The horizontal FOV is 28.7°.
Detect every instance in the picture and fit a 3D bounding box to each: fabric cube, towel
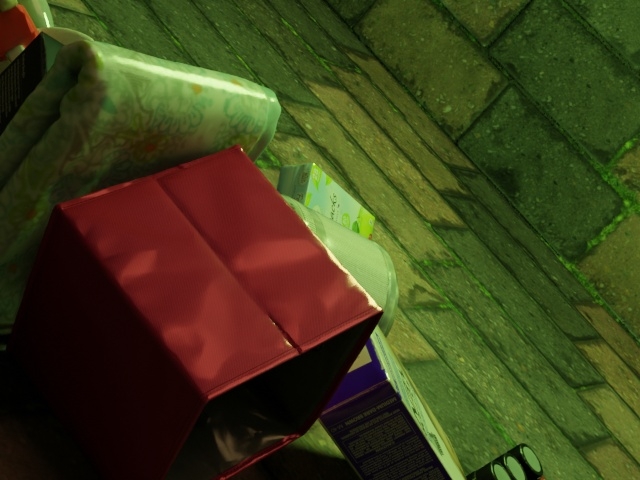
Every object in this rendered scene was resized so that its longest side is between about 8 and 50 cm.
[{"bbox_3d":[-0.139,0.097,1.338,0.259,0.254,0.258,-23,63,-40],"label":"fabric cube"},{"bbox_3d":[-0.243,-0.042,1.367,0.090,0.374,0.320,48,22,21],"label":"towel"}]

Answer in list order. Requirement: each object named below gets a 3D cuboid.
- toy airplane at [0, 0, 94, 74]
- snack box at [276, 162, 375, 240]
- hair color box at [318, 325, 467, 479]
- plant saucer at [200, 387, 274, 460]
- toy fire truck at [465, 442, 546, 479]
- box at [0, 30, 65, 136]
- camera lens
[{"bbox_3d":[-0.434,-0.358,1.684,0.386,0.272,0.384,26,-19,48],"label":"toy airplane"},{"bbox_3d":[0.000,0.000,2.006,0.207,0.070,0.175,37,56,-49],"label":"snack box"},{"bbox_3d":[0.089,0.244,1.623,0.339,0.110,0.185,60,6,-38],"label":"hair color box"},{"bbox_3d":[-0.154,0.178,1.468,0.199,0.037,0.200,12,48,-13],"label":"plant saucer"},{"bbox_3d":[0.304,0.428,1.798,0.246,0.158,0.217,60,23,12],"label":"toy fire truck"},{"bbox_3d":[-0.327,-0.115,1.471,0.153,0.207,0.108,32,29,-38],"label":"box"},{"bbox_3d":[-0.044,0.062,1.754,0.274,0.219,0.219,27,25,-37],"label":"camera lens"}]
